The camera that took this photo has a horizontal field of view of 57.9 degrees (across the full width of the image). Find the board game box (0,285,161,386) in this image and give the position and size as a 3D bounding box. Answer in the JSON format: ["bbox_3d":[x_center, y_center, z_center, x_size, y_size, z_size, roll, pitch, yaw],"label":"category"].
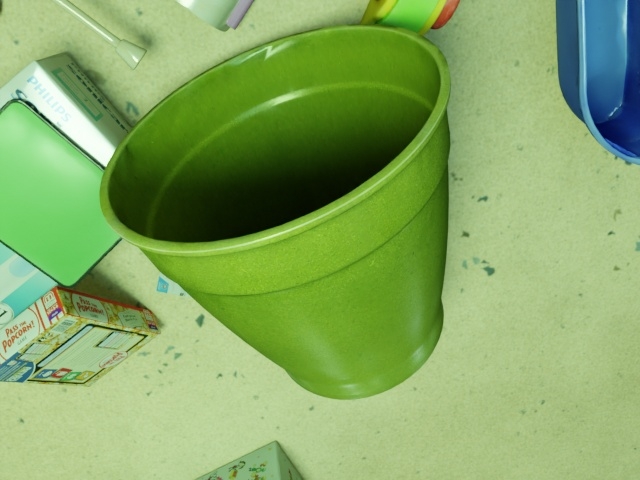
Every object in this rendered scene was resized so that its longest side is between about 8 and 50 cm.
[{"bbox_3d":[-0.336,0.139,0.791,0.146,0.045,0.193,-36,155,7],"label":"board game box"}]

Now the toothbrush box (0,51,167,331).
[{"bbox_3d":[-0.366,-0.055,0.729,0.295,0.126,0.216,-35,113,6],"label":"toothbrush box"}]

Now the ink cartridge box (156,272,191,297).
[{"bbox_3d":[-0.193,0.056,0.848,0.083,0.028,0.048,13,110,-12],"label":"ink cartridge box"}]

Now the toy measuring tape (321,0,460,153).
[{"bbox_3d":[0.086,-0.251,0.714,0.121,0.121,0.330,20,108,-15],"label":"toy measuring tape"}]

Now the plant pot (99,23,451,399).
[{"bbox_3d":[0.000,0.000,0.689,0.366,0.367,0.353,-23,130,2],"label":"plant pot"}]

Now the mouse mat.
[{"bbox_3d":[-0.318,-0.047,0.667,0.152,0.007,0.189,-43,112,9],"label":"mouse mat"}]

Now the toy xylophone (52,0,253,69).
[{"bbox_3d":[-0.221,-0.351,0.649,0.236,0.081,0.322,-44,111,11],"label":"toy xylophone"}]

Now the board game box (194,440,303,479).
[{"bbox_3d":[-0.154,0.516,1.007,0.303,0.097,0.224,-28,113,3],"label":"board game box"}]

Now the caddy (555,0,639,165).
[{"bbox_3d":[0.424,-0.261,0.701,0.241,0.179,0.342,-10,113,7],"label":"caddy"}]
